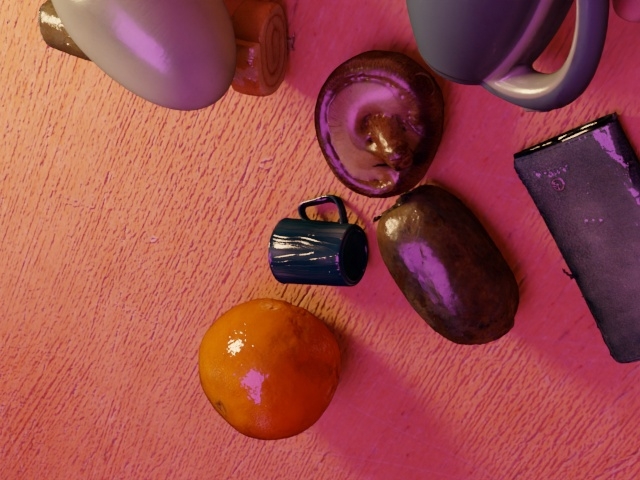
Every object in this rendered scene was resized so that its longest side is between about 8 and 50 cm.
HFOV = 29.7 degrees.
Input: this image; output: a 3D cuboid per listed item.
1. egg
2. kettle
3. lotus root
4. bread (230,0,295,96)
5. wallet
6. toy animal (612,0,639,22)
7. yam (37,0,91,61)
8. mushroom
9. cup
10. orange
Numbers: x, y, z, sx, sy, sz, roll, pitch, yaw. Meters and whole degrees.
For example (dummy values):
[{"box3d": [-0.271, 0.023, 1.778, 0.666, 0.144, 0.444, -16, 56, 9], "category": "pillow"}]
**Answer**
[{"box3d": [-0.267, -0.353, 1.827, 0.371, 0.230, 0.230, 50, 133, 9], "category": "egg"}, {"box3d": [0.244, -0.332, 1.579, 0.319, 0.247, 0.342, 45, 145, 31], "category": "kettle"}, {"box3d": [0.203, 0.046, 1.914, 0.160, 0.152, 0.275, -34, 98, 33], "category": "lotus root"}, {"box3d": [-0.097, -0.301, 1.909, 0.073, 0.122, 0.149, 12, 125, 23], "category": "bread"}, {"box3d": [0.443, 0.005, 1.801, 0.191, 0.046, 0.379, -22, 104, 39], "category": "wallet"}, {"box3d": [0.458, -0.312, 1.518, 0.166, 0.154, 0.250, -31, 88, 39], "category": "toy animal"}, {"box3d": [-0.354, -0.348, 2.065, 0.259, 0.106, 0.106, 18, 126, 25], "category": "yam"}, {"box3d": [0.096, -0.185, 1.861, 0.194, 0.138, 0.231, 36, 122, 27], "category": "mushroom"}, {"box3d": [-0.004, 0.007, 2.050, 0.138, 0.113, 0.150, 3, 121, 30], "category": "cup"}, {"box3d": [-0.095, 0.232, 2.170, 0.261, 0.261, 0.261, 16, 126, 24], "category": "orange"}]
